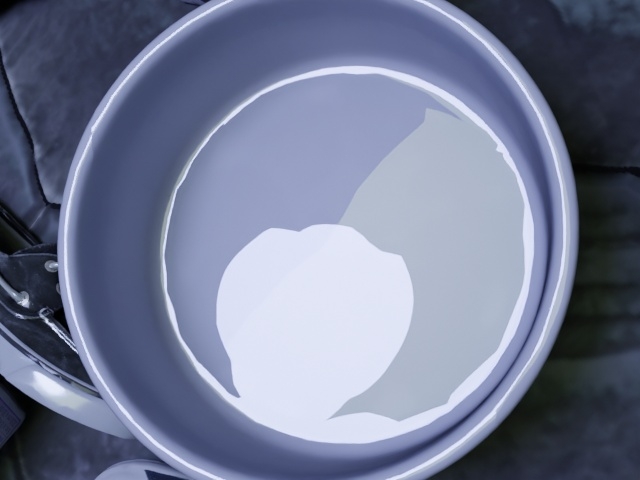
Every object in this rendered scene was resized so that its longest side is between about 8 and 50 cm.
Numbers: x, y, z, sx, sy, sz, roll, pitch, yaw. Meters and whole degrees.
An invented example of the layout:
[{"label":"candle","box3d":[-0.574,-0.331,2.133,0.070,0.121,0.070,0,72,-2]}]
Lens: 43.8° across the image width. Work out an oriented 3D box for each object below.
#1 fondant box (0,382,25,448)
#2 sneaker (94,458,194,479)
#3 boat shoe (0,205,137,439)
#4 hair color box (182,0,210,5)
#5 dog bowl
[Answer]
[{"label":"fondant box","box3d":[-0.370,0.148,0.425,0.238,0.096,0.330,30,64,13]},{"label":"sneaker","box3d":[-0.061,0.211,0.393,0.094,0.153,0.235,-38,75,4]},{"label":"boat shoe","box3d":[-0.175,0.035,0.488,0.219,0.078,0.070,35,92,18]},{"label":"hair color box","box3d":[-0.020,-0.170,0.471,0.167,0.093,0.053,14,85,15]},{"label":"dog bowl","box3d":[0.000,0.000,0.435,0.264,0.104,0.265,-2,81,14]}]
